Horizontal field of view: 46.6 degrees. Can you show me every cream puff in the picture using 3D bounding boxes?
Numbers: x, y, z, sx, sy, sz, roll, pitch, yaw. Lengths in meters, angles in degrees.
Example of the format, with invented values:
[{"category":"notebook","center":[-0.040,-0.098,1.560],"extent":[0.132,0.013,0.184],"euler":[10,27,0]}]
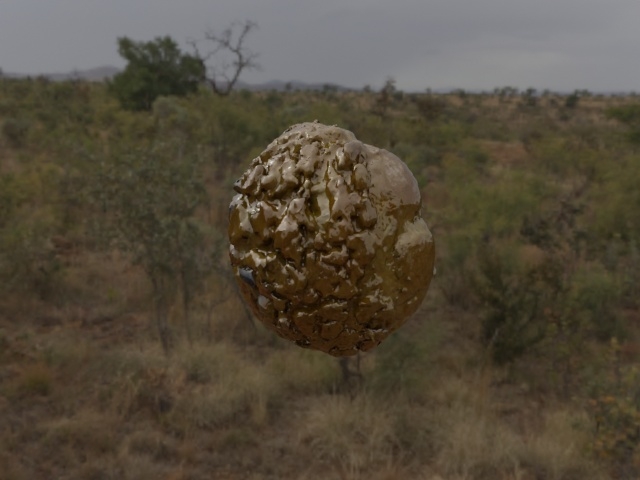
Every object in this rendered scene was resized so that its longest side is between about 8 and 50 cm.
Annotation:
[{"category":"cream puff","center":[0.000,0.000,0.507],"extent":[0.115,0.165,0.150],"euler":[-6,-31,-50]}]
